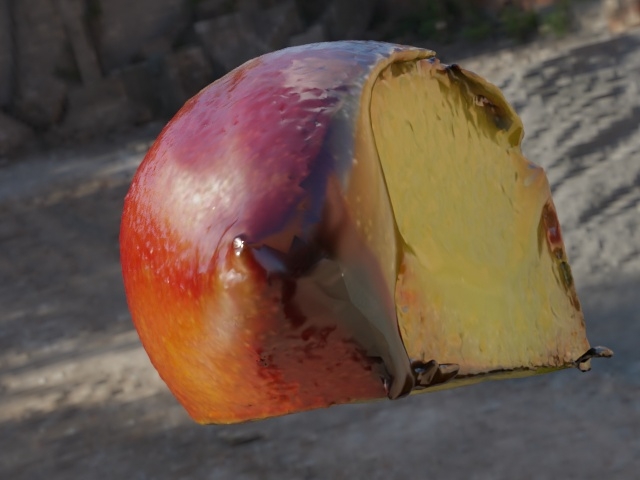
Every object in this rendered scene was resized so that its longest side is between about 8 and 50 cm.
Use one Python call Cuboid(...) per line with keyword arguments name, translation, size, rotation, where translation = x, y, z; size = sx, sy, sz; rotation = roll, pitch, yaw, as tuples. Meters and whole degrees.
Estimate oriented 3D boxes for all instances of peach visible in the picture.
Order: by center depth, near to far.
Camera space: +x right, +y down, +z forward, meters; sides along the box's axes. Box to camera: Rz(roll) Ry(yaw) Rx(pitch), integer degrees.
Cuboid(name="peach", translation=(-0.004, 0.002, 0.625), size=(0.154, 0.158, 0.267), rotation=(-18, -8, 28))
